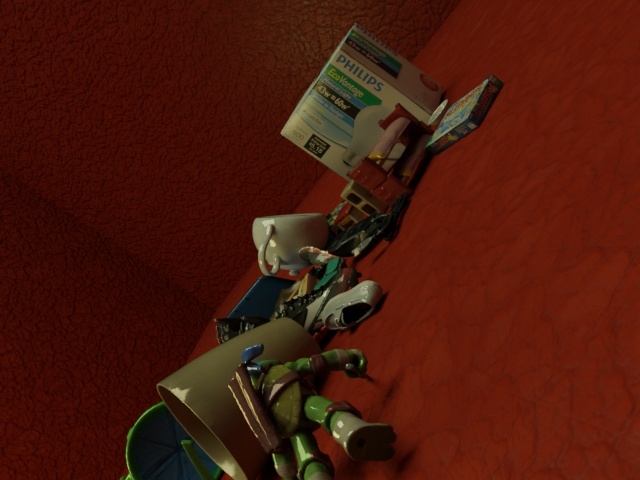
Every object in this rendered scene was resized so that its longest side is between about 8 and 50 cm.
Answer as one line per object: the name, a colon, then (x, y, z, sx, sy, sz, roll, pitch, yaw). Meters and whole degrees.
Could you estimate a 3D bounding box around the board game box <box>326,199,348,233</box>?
board game box: (0.074, -0.092, 2.085, 0.136, 0.030, 0.260, -39, 9, 3)

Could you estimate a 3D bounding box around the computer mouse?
computer mouse: (0.109, 0.003, 1.526, 0.262, 0.060, 0.184, -33, 16, 37)

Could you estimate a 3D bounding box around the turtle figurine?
turtle figurine: (0.019, 0.260, 0.869, 0.198, 0.275, 0.266, -34, 26, -11)

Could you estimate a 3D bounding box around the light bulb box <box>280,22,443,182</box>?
light bulb box: (0.132, -0.411, 1.975, 0.361, 0.358, 0.225, -49, 12, 39)

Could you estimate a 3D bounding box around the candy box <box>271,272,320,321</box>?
candy box: (-0.091, 0.249, 1.552, 0.316, 0.087, 0.183, -52, 9, 12)

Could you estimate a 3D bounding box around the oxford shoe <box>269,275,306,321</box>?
oxford shoe: (-0.088, 0.184, 1.709, 0.227, 0.083, 0.096, -46, 53, 22)

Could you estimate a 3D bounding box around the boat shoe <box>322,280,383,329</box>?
boat shoe: (0.057, 0.146, 1.254, 0.184, 0.066, 0.063, -33, 21, 44)

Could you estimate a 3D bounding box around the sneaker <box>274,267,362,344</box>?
sneaker: (-0.024, 0.158, 1.381, 0.276, 0.135, 0.097, -53, 7, 7)

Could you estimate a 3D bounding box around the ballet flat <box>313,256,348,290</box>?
ballet flat: (0.036, 0.100, 1.510, 0.070, 0.070, 0.188, -50, 2, 28)

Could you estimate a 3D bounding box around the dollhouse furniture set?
dollhouse furniture set: (0.143, -0.177, 1.696, 0.201, 0.152, 0.374, -59, 9, -26)

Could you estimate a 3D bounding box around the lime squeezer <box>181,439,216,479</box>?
lime squeezer: (-0.206, 0.518, 1.136, 0.059, 0.110, 0.310, -161, 75, -65)

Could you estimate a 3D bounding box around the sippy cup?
sippy cup: (-0.344, 0.496, 1.544, 0.224, 0.305, 0.240, 141, 124, -80)

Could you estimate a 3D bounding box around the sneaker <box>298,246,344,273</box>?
sneaker: (-0.008, 0.060, 1.759, 0.158, 0.061, 0.065, 6, 69, 44)

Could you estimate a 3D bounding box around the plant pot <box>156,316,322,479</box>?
plant pot: (-0.130, 0.284, 1.225, 0.274, 0.256, 0.256, -41, 2, -26)

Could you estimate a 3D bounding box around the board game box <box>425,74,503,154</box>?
board game box: (0.337, -0.293, 1.480, 0.136, 0.035, 0.201, -58, 9, -19)

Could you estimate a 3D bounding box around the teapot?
teapot: (-0.091, 0.015, 1.918, 0.252, 0.256, 0.187, -171, 78, -72)

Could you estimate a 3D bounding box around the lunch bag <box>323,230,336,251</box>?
lunch bag: (0.000, 0.000, 2.092, 0.098, 0.065, 0.067, -53, 9, 10)

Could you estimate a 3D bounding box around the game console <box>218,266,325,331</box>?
game console: (-0.136, 0.157, 1.867, 0.293, 0.173, 0.250, -48, 11, 37)

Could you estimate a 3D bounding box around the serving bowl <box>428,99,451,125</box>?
serving bowl: (0.335, -0.348, 1.732, 0.083, 0.027, 0.083, -52, 9, 12)

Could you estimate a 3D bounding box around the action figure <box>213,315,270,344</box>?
action figure: (-0.179, 0.317, 1.420, 0.185, 0.099, 0.285, -12, 75, 40)
